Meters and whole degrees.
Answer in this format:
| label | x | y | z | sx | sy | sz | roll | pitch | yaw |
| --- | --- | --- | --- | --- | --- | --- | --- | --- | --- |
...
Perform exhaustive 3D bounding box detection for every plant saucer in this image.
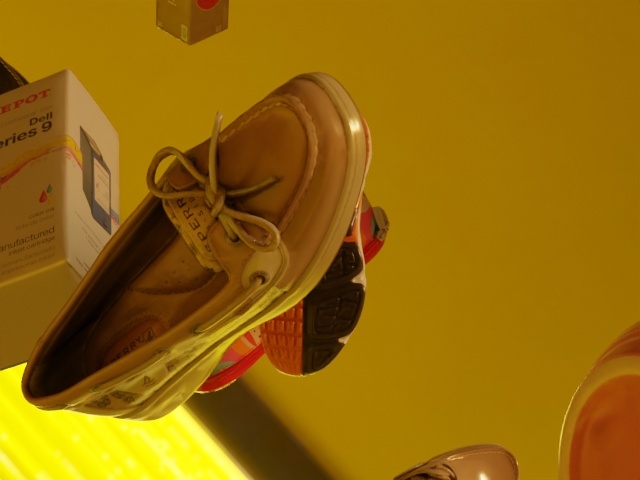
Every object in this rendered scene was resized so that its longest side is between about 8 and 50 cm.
| label | x | y | z | sx | sy | sz | roll | pitch | yaw |
| --- | --- | --- | --- | --- | --- | --- | --- | --- | --- |
| plant saucer | 0.348 | 0.238 | 1.537 | 0.084 | 0.332 | 0.332 | 0 | -33 | -29 |

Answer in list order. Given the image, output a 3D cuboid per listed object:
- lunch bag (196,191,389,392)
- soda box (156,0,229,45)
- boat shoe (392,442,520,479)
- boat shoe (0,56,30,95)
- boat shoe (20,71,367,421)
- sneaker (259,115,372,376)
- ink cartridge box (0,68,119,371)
| label | x | y | z | sx | sy | sz | roll | pitch | yaw |
| --- | --- | --- | --- | --- | --- | --- | --- | --- | --- |
| lunch bag | -0.077 | 0.027 | 1.632 | 0.293 | 0.120 | 0.258 | -41 | 26 | -20 |
| soda box | -0.137 | -0.309 | 1.660 | 0.061 | 0.058 | 0.181 | -31 | -39 | -37 |
| boat shoe | 0.134 | 0.325 | 1.884 | 0.302 | 0.109 | 0.098 | -18 | -15 | -27 |
| boat shoe | -0.491 | -0.247 | 1.920 | 0.119 | 0.335 | 0.121 | -48 | 11 | 53 |
| boat shoe | -0.077 | 0.015 | 0.917 | 0.089 | 0.104 | 0.285 | 1 | -45 | -48 |
| sneaker | 0.000 | 0.000 | 1.467 | 0.121 | 0.099 | 0.262 | 127 | 153 | -89 |
| ink cartridge box | -0.240 | -0.012 | 1.180 | 0.154 | 0.212 | 0.093 | -18 | -45 | 12 |
